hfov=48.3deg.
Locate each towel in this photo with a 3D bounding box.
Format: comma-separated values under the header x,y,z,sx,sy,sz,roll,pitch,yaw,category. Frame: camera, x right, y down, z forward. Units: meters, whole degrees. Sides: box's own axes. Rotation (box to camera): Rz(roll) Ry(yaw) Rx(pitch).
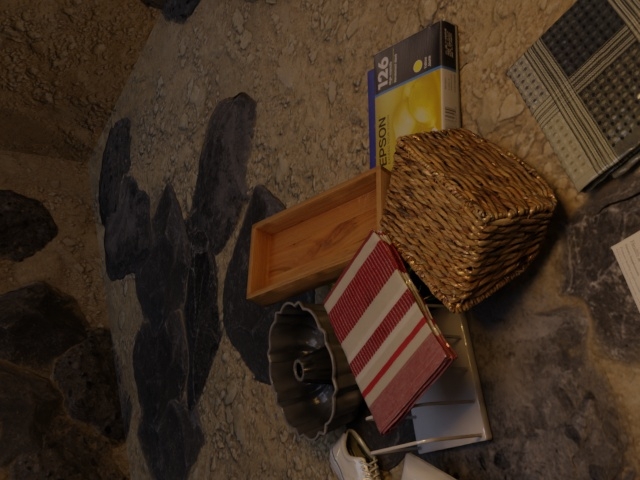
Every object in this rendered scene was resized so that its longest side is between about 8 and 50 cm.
x,y,z,sx,sy,sz,roll,pitch,yaw,category
0.119,0.169,1.368,0.237,0.037,0.329,-57,41,32,towel
0.493,-0.281,1.210,0.312,0.056,0.324,-46,48,37,towel

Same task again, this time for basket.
x,y,z,sx,sy,sz,roll,pitch,yaw,category
0.276,-0.048,1.342,0.299,0.213,0.223,51,143,44,basket

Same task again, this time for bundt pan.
x,y,z,sx,sy,sz,roll,pitch,yaw,category
0.000,0.301,1.702,0.331,0.124,0.331,11,103,59,bundt pan

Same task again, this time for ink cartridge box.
x,y,z,sx,sy,sz,roll,pitch,yaw,category
0.186,-0.299,1.617,0.307,0.072,0.304,-14,74,51,ink cartridge box

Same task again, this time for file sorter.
x,y,z,sx,sy,sz,roll,pitch,yaw,category
0.188,0.276,1.428,0.193,0.173,0.278,-32,59,47,file sorter

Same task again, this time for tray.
x,y,z,sx,sy,sz,roll,pitch,yaw,category
0.000,0.000,1.638,0.411,0.076,0.203,-22,54,37,tray

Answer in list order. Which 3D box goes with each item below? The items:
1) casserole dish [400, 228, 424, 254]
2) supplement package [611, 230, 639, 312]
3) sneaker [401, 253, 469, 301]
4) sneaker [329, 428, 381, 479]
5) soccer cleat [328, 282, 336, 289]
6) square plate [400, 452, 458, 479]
x,y,z,sx,sy,sz,roll,pitch,yaw,category
0.189,0.024,1.584,0.114,0.037,0.188,54,127,44,casserole dish
0.553,0.050,0.972,0.203,0.149,0.194,-42,52,44,supplement package
0.183,0.078,1.470,0.302,0.121,0.108,-20,82,42,sneaker
0.096,0.526,1.580,0.258,0.094,0.091,47,126,48,sneaker
0.033,0.076,1.720,0.093,0.121,0.289,-49,48,39,soccer cleat
0.254,0.623,1.312,0.347,0.049,0.344,19,105,43,square plate
